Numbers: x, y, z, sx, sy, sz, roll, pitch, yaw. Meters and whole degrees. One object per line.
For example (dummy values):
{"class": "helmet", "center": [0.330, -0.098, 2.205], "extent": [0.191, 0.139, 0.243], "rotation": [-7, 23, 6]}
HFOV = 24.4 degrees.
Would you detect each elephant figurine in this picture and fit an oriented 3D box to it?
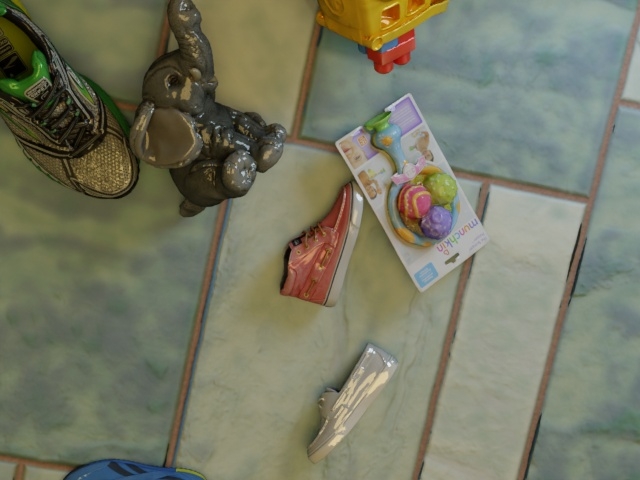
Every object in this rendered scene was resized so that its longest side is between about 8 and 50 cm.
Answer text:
{"class": "elephant figurine", "center": [-0.172, -0.166, 1.889], "extent": [0.239, 0.169, 0.186], "rotation": [44, 78, -20]}

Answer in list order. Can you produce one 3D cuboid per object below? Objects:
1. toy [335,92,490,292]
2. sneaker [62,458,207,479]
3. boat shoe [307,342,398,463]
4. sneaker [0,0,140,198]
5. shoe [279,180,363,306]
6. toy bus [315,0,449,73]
{"class": "toy", "center": [0.135, -0.066, 1.978], "extent": [0.137, 0.056, 0.237], "rotation": [-35, 100, -23]}
{"class": "sneaker", "center": [-0.251, 0.347, 2.019], "extent": [0.209, 0.082, 0.069], "rotation": [5, 103, -7]}
{"class": "boat shoe", "center": [0.031, 0.223, 2.042], "extent": [0.063, 0.066, 0.184], "rotation": [38, 97, 1]}
{"class": "sneaker", "center": [-0.354, -0.174, 1.854], "extent": [0.134, 0.146, 0.343], "rotation": [-41, 116, 1]}
{"class": "shoe", "center": [0.000, 0.000, 1.990], "extent": [0.081, 0.063, 0.178], "rotation": [12, 103, -13]}
{"class": "toy bus", "center": [0.097, -0.326, 1.855], "extent": [0.220, 0.149, 0.211], "rotation": [-33, 132, -26]}
